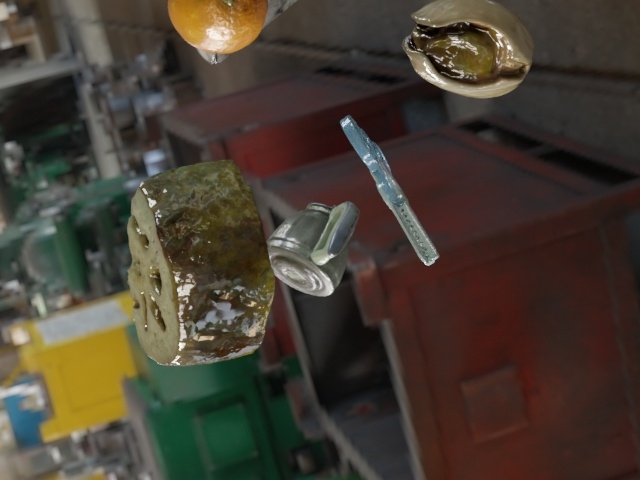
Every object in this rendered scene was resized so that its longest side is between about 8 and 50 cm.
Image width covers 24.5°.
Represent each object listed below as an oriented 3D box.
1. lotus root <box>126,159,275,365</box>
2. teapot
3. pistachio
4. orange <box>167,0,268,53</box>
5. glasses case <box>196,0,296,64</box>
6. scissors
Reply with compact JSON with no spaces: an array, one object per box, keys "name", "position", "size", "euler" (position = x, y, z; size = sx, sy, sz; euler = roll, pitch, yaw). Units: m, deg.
[{"name":"lotus root","position":[-0.129,0.040,1.582],"size":[0.138,0.119,0.235],"euler":[45,141,45]},{"name":"teapot","position":[-0.009,-0.003,1.932],"size":[0.111,0.108,0.149],"euler":[24,156,11]},{"name":"pistachio","position":[0.205,-0.269,2.035],"size":[0.153,0.238,0.138],"euler":[23,103,32]},{"name":"orange","position":[-0.082,-0.192,1.194],"size":[0.083,0.083,0.084],"euler":[163,90,-77]},{"name":"glasses case","position":[-0.089,-0.414,2.399],"size":[0.060,0.299,0.114],"euler":[33,155,32]},{"name":"scissors","position":[0.106,-0.072,2.183],"size":[0.256,0.030,0.125],"euler":[62,-169,22]}]
